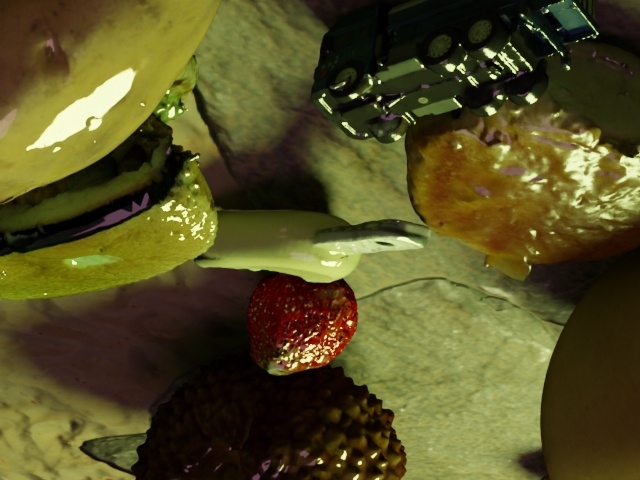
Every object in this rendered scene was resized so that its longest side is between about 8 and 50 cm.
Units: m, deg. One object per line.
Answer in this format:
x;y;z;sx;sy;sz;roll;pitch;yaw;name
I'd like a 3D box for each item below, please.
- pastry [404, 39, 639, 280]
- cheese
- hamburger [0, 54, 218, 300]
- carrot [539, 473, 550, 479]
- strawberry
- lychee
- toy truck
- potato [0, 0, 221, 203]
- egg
0.177;-0.063;1.310;0.229;0.100;0.218;-3;145;16;pastry
0.000;0.001;1.413;0.127;0.050;0.235;15;167;-32;cheese
-0.188;-0.049;1.272;0.288;0.168;0.192;-14;167;19;hamburger
0.328;0.289;1.844;0.225;0.159;0.159;20;145;-4;carrot
-0.018;0.073;1.540;0.106;0.106;0.106;1;148;1;strawberry
-0.038;0.226;1.651;0.267;0.267;0.267;1;148;1;lychee
0.090;-0.136;1.212;0.201;0.088;0.074;-16;143;32;toy truck
-0.166;-0.118;1.084;0.235;0.128;0.161;-46;159;24;potato
0.333;0.136;1.428;0.301;0.301;0.374;9;148;-11;egg
